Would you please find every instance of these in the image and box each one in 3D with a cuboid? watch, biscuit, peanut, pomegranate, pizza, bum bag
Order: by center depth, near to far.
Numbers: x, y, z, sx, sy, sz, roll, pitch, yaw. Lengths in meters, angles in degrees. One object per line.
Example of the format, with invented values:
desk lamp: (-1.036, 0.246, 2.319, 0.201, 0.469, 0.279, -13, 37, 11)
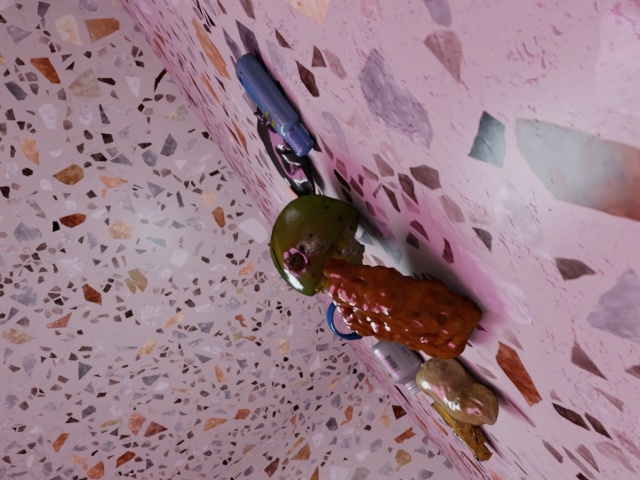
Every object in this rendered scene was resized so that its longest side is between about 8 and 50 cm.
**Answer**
biscuit: (0.169, 0.155, 0.875, 0.318, 0.110, 0.312, 14, 156, 19)
peanut: (0.352, 0.387, 1.042, 0.253, 0.122, 0.137, 36, 152, 54)
pomegranate: (0.000, 0.000, 1.060, 0.260, 0.260, 0.340, 56, -162, -9)
bum bag: (-0.091, -0.237, 1.141, 0.326, 0.080, 0.142, 61, 161, -21)
pizza: (0.463, 0.609, 1.416, 0.287, 0.074, 0.251, 58, 169, -17)
watch: (0.130, 0.299, 1.575, 0.196, 0.200, 0.171, 56, 168, 9)

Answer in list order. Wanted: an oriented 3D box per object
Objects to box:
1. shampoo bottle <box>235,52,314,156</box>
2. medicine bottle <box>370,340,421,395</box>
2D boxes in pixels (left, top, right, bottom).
shampoo bottle: (-0.107, -0.317, 0.966, 0.258, 0.061, 0.104, 53, 170, 1)
medicine bottle: (0.296, 0.451, 1.478, 0.215, 0.135, 0.135, 52, 170, 13)
